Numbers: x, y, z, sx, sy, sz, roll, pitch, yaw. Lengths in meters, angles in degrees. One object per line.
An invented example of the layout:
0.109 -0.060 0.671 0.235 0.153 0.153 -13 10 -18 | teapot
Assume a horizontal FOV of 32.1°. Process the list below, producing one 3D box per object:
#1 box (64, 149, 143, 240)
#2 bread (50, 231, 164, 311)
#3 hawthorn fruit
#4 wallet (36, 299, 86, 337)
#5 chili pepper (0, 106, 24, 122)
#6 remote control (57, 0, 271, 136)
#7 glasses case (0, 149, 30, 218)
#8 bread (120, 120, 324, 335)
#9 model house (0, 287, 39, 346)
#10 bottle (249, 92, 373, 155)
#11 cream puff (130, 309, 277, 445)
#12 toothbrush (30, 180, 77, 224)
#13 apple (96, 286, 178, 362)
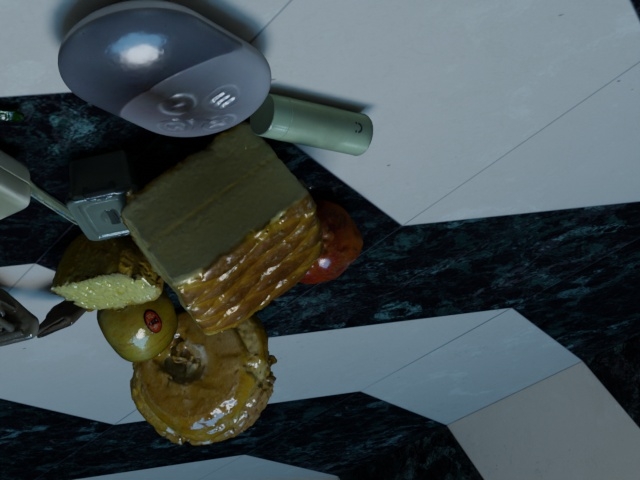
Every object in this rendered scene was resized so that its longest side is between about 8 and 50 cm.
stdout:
-0.351 -0.077 1.850 0.124 0.093 0.172 -12 157 -2 | box
-0.386 0.045 2.047 0.229 0.139 0.143 -12 155 37 | bread
-0.004 -0.002 2.126 0.179 0.173 0.173 -27 171 -40 | hawthorn fruit
-0.508 0.140 2.247 0.118 0.039 0.152 -26 -164 27 | wallet
-0.492 -0.186 1.611 0.055 0.035 0.118 -9 159 41 | chili pepper
-0.211 -0.234 1.550 0.221 0.103 0.332 -27 151 27 | remote control
-0.577 -0.119 1.641 0.131 0.070 0.313 -21 149 21 | glasses case
-0.155 -0.010 1.851 0.279 0.207 0.279 -37 159 -14 | bread
-0.683 0.135 2.141 0.229 0.122 0.188 -12 155 7 | model house
-0.013 -0.186 1.789 0.201 0.072 0.072 7 150 -38 | bottle
-0.258 0.303 2.530 0.343 0.327 0.231 -50 154 -8 | cream puff
-0.479 -0.081 1.865 0.028 0.026 0.294 -6 159 23 | toothbrush
-0.371 0.161 2.285 0.155 0.182 0.182 -35 157 -6 | apple
